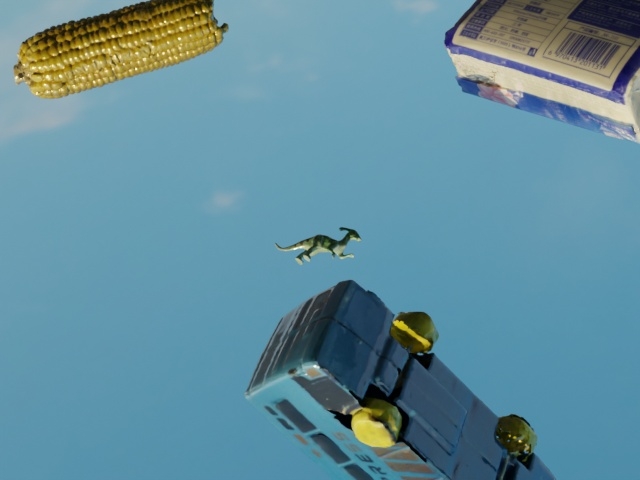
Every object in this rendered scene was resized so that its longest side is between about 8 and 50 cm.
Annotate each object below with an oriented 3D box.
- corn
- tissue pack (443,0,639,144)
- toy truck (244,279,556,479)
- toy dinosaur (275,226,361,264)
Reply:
[{"bbox_3d":[-0.217,-0.211,1.425,0.238,0.080,0.080,-18,-151,0],"label":"corn"},{"bbox_3d":[0.316,-0.233,1.589,0.269,0.137,0.209,23,-122,37],"label":"tissue pack"},{"bbox_3d":[0.102,0.220,1.477,0.162,0.385,0.161,-27,-152,42],"label":"toy truck"},{"bbox_3d":[0.000,0.000,1.341,0.083,0.021,0.062,29,-123,36],"label":"toy dinosaur"}]
